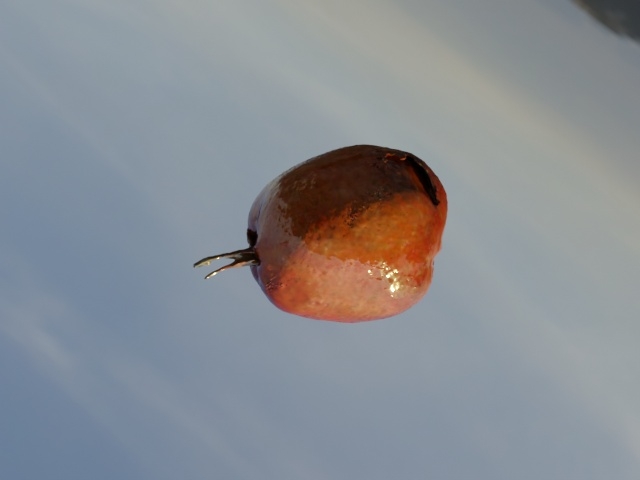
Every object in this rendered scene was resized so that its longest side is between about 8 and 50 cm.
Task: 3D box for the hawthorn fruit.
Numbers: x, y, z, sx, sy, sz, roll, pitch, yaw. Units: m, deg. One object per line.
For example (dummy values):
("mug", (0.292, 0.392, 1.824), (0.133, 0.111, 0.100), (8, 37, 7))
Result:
("hawthorn fruit", (0.000, 0.000, 1.944), (0.299, 0.211, 0.211), (-7, -151, -19))
